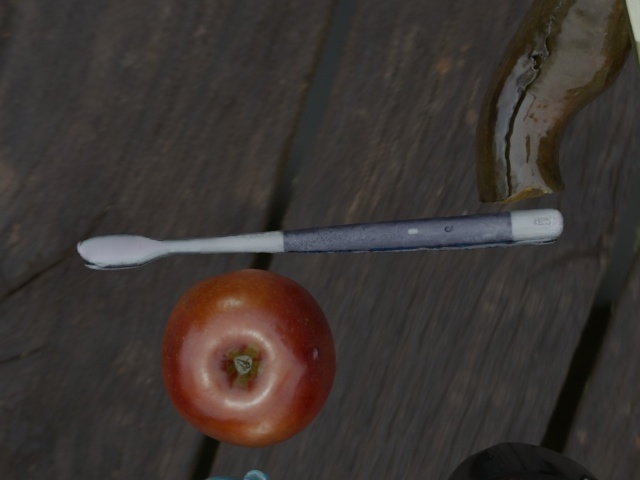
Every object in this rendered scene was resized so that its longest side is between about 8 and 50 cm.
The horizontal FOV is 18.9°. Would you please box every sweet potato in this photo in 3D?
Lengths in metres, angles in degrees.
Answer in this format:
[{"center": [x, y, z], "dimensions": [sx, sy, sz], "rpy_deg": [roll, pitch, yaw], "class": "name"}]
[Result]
[{"center": [0.188, -0.143, 1.394], "dimensions": [0.085, 0.112, 0.285], "rpy_deg": [19, 124, -13], "class": "sweet potato"}]

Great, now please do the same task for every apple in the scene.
[{"center": [-0.065, 0.107, 1.724], "dimensions": [0.163, 0.139, 0.163], "rpy_deg": [1, 98, 9], "class": "apple"}]

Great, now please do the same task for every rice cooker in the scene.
[{"center": [0.202, 0.265, 1.764], "dimensions": [0.203, 0.118, 0.142], "rpy_deg": [25, 108, -26], "class": "rice cooker"}]

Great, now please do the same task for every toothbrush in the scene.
[{"center": [0.000, 0.000, 1.142], "dimensions": [0.288, 0.026, 0.024], "rpy_deg": [-4, 89, 2], "class": "toothbrush"}]

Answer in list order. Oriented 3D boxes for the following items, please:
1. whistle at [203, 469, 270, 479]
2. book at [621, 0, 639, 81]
[{"center": [-0.135, 0.299, 1.682], "dimensions": [0.274, 0.093, 0.186], "rpy_deg": [-48, 63, 15], "class": "whistle"}, {"center": [0.204, -0.144, 1.236], "dimensions": [0.014, 0.111, 0.077], "rpy_deg": [-12, 74, 9], "class": "book"}]
